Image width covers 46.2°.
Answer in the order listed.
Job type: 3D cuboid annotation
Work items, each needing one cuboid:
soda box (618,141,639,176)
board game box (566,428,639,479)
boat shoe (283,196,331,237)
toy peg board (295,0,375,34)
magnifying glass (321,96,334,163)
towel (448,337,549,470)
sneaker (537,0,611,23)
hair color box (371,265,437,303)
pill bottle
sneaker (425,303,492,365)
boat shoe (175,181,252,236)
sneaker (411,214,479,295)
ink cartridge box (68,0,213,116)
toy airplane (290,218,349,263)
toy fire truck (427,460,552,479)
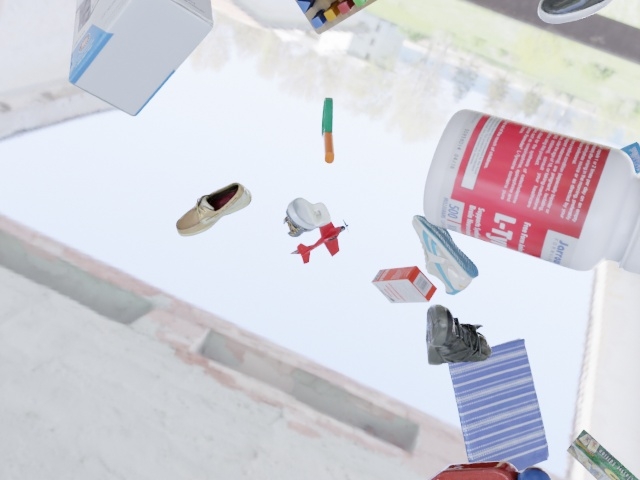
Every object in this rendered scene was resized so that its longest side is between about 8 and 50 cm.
[{"bbox_3d":[0.620,-0.142,1.666,0.071,0.210,0.067,1,-112,-54],"label":"soda box"},{"bbox_3d":[0.596,0.483,1.457,0.259,0.030,0.136,44,165,25],"label":"board game box"},{"bbox_3d":[-0.045,-0.039,1.520,0.065,0.083,0.183,67,-162,9],"label":"boat shoe"},{"bbox_3d":[0.006,-0.452,1.306,0.161,0.160,0.079,54,-144,-21],"label":"toy peg board"},{"bbox_3d":[0.018,-0.244,1.683,0.026,0.092,0.231,5,-143,-3],"label":"magnifying glass"},{"bbox_3d":[0.456,0.438,1.926,0.243,0.336,0.040,-12,180,-23],"label":"towel"},{"bbox_3d":[0.484,-0.492,1.251,0.105,0.295,0.147,59,-176,33],"label":"sneaker"},{"bbox_3d":[0.223,0.120,2.011,0.093,0.053,0.167,46,153,-19],"label":"hair color box"},{"bbox_3d":[0.410,-0.080,1.353,0.407,0.229,0.229,19,-167,19],"label":"pill bottle"},{"bbox_3d":[0.276,0.185,1.498,0.130,0.087,0.227,-6,149,5],"label":"sneaker"},{"bbox_3d":[-0.178,-0.054,1.207,0.050,0.135,0.045,60,-179,32],"label":"boat shoe"},{"bbox_3d":[0.288,0.031,1.854,0.087,0.092,0.229,0,-133,-45],"label":"sneaker"},{"bbox_3d":[-0.297,-0.397,1.236,0.129,0.223,0.307,25,-142,-36],"label":"ink cartridge box"},{"bbox_3d":[0.000,0.000,1.725,0.151,0.151,0.028,10,-150,-37],"label":"toy airplane"},{"bbox_3d":[0.296,0.465,1.145,0.302,0.254,0.169,51,-149,15],"label":"toy fire truck"}]
